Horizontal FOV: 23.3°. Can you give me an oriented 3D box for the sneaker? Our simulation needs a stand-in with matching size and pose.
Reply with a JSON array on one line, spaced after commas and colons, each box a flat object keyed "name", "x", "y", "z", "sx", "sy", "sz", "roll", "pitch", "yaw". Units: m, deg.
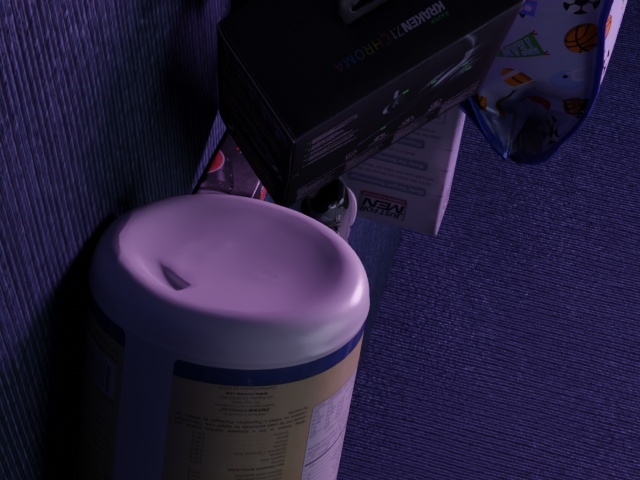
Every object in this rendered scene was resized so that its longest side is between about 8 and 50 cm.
[{"name": "sneaker", "x": 0.000, "y": 0.000, "z": 2.274, "sx": 0.132, "sy": 0.086, "sz": 0.229, "roll": 74, "pitch": 20, "yaw": -65}]

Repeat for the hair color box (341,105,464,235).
[{"name": "hair color box", "x": 0.129, "y": -0.205, "z": 2.388, "sx": 0.113, "sy": 0.185, "sz": 0.374, "roll": -66, "pitch": 168, "yaw": -54}]

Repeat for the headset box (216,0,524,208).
[{"name": "headset box", "x": 0.036, "y": -0.170, "z": 1.444, "sx": 0.246, "sy": 0.131, "sz": 0.283, "roll": -32, "pitch": 172, "yaw": -8}]

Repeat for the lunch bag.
[{"name": "lunch bag", "x": 0.304, "y": -0.336, "z": 2.133, "sx": 0.385, "sy": 0.239, "sz": 0.328, "roll": 80, "pitch": 23, "yaw": -55}]

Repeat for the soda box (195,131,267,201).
[{"name": "soda box", "x": -0.088, "y": -0.054, "z": 1.596, "sx": 0.169, "sy": 0.060, "sz": 0.053, "roll": -68, "pitch": 170, "yaw": -48}]

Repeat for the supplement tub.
[{"name": "supplement tub", "x": -0.091, "y": 0.145, "z": 1.312, "sx": 0.228, "sy": 0.228, "sz": 0.316, "roll": -63, "pitch": 165, "yaw": -59}]
